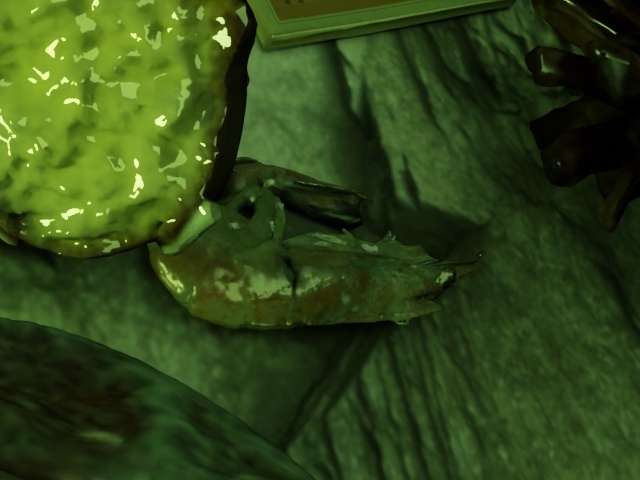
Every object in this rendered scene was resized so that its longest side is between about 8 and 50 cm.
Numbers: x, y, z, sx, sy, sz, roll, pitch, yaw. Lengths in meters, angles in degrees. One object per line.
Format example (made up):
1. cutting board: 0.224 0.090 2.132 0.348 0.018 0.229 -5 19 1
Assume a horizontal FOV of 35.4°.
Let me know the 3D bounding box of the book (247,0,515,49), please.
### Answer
1. book: 0.028 -0.237 0.778 0.242 0.018 0.170 -16 73 -30

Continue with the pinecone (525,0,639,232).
1. pinecone: 0.311 -0.126 0.641 0.398 0.398 0.397 10 62 -20

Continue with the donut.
1. donut: -0.211 -0.054 0.453 0.345 0.259 0.136 -7 100 -17

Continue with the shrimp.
1. shrimp: 0.000 0.000 0.638 0.223 0.047 0.126 2 56 -23

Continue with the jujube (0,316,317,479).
1. jujube: -0.132 0.156 0.391 0.308 0.215 0.246 27 21 3
